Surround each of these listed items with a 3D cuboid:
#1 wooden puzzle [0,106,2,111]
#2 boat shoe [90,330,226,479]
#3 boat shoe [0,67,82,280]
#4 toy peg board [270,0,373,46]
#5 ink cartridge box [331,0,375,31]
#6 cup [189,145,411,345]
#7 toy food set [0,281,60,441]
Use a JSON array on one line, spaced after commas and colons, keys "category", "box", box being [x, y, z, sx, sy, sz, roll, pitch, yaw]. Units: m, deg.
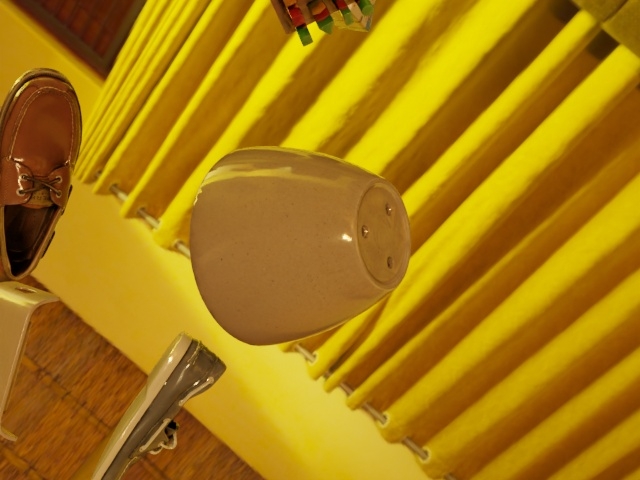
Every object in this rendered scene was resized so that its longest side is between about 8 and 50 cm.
[{"category": "wooden puzzle", "box": [-0.553, -0.107, 0.970, 0.044, 0.238, 0.221, 45, -173, 39]}, {"category": "boat shoe", "box": [-0.265, 0.300, 0.996, 0.099, 0.319, 0.116, 32, -177, -13]}, {"category": "boat shoe", "box": [-0.391, -0.081, 0.869, 0.111, 0.307, 0.104, 1, -142, -35]}, {"category": "toy peg board", "box": [0.001, -0.391, 0.957, 0.160, 0.161, 0.079, 56, -170, -58]}, {"category": "ink cartridge box", "box": [0.068, -0.585, 1.455, 0.086, 0.148, 0.203, 13, -171, 14]}, {"category": "cup", "box": [0.000, 0.000, 0.976, 0.331, 0.237, 0.330, 11, -104, -54]}, {"category": "toy food set", "box": [-0.667, 0.249, 1.342, 0.220, 0.306, 0.092, 9, 173, 39]}]
